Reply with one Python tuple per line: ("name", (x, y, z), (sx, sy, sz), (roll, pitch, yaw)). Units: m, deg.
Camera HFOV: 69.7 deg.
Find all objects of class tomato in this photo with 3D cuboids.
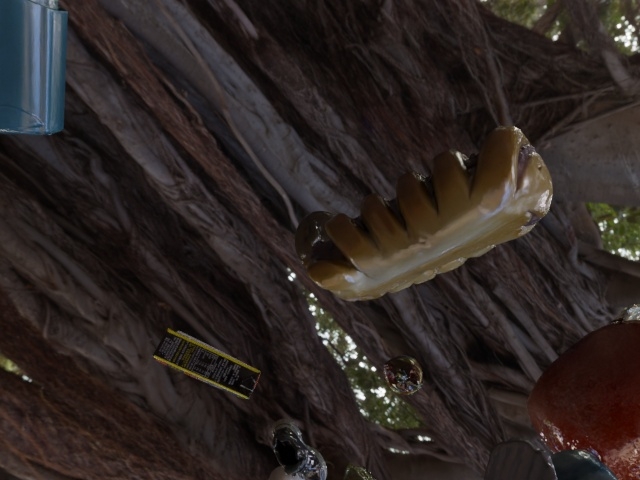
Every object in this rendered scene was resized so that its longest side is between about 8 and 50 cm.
("tomato", (0.550, 0.314, 0.776), (0.338, 0.339, 0.144), (-31, -174, 19))

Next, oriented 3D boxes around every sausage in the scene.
("sausage", (0.248, 0.407, 1.375), (0.117, 0.317, 0.125), (-34, -109, 3))

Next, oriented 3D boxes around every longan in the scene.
("longan", (0.000, 0.000, 0.803), (0.106, 0.119, 0.106), (-4, -105, 14))

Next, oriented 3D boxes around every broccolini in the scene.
("broccolini", (0.084, 0.737, 1.417), (0.051, 0.239, 0.054), (-17, -132, -23))

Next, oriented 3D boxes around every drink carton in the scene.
("drink carton", (-0.183, 0.202, 0.749), (0.056, 0.165, 0.071), (-66, -173, -21))

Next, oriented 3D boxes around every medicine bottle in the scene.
("medicine bottle", (-0.433, -0.266, 0.664), (0.079, 0.124, 0.259), (-69, 179, -66))

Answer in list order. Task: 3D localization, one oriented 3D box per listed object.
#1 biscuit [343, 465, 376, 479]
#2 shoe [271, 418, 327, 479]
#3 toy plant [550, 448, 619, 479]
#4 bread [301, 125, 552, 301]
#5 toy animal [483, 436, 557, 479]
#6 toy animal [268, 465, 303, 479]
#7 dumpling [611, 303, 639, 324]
("biscuit", (0.049, 0.539, 0.796), (0.150, 0.052, 0.252), (37, -77, 37))
("shoe", (-0.054, 0.478, 1.001), (0.071, 0.169, 0.099), (-38, 178, 7))
("toy plant", (0.326, 0.374, 0.489), (0.247, 0.247, 0.332), (-50, -153, -16))
("bread", (0.083, -0.012, 0.400), (0.225, 0.134, 0.081), (-27, -110, 21))
("toy animal", (0.096, 0.349, 0.344), (0.081, 0.368, 0.205), (16, -154, 41))
("toy animal", (-0.133, 0.755, 1.389), (0.220, 0.104, 0.131), (-25, 159, -37))
("dumpling", (0.682, 0.216, 0.958), (0.154, 0.181, 0.111), (-15, -146, -20))
